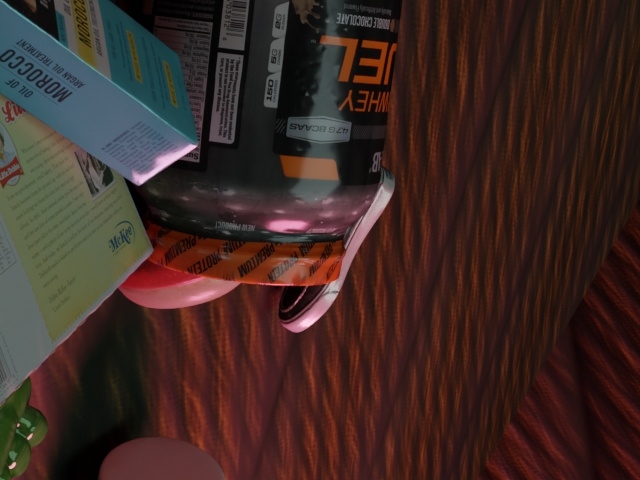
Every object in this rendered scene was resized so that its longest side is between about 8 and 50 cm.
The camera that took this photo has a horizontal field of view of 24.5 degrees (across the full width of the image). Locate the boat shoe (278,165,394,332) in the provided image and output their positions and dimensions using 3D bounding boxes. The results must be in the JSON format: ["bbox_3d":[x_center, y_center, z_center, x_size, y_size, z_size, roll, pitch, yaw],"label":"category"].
[{"bbox_3d":[0.000,0.000,1.691,0.070,0.078,0.219,26,96,-32],"label":"boat shoe"}]

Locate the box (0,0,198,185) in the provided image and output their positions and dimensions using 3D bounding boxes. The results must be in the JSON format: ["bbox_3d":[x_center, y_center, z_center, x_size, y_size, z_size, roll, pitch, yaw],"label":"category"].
[{"bbox_3d":[-0.188,-0.140,0.993,0.060,0.100,0.244,-33,139,20],"label":"box"}]

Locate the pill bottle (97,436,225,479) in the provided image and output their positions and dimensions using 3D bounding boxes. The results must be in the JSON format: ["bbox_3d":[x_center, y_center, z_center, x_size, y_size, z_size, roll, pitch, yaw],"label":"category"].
[{"bbox_3d":[-0.186,0.370,1.561,0.176,0.176,0.318,-32,142,-50],"label":"pill bottle"}]

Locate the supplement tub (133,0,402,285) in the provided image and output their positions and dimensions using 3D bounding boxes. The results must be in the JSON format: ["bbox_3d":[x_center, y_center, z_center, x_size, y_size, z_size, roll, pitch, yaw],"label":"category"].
[{"bbox_3d":[-0.043,-0.144,1.179,0.207,0.207,0.337,-9,109,-61],"label":"supplement tub"}]

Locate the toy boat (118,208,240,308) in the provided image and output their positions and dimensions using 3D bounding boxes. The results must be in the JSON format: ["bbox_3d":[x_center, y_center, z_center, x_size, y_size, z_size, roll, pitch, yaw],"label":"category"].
[{"bbox_3d":[-0.115,-0.050,1.346,0.231,0.151,0.151,-51,124,-26],"label":"toy boat"}]

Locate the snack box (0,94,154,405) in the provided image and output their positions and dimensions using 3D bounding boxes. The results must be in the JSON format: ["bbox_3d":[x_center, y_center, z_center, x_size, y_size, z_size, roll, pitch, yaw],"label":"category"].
[{"bbox_3d":[-0.217,-0.021,0.988,0.322,0.060,0.187,-55,127,-68],"label":"snack box"}]

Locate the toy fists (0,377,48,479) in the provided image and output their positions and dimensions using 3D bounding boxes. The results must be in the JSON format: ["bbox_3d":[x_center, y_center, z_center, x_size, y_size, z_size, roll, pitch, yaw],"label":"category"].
[{"bbox_3d":[-0.311,0.203,1.183,0.279,0.096,0.142,-59,163,-49],"label":"toy fists"}]

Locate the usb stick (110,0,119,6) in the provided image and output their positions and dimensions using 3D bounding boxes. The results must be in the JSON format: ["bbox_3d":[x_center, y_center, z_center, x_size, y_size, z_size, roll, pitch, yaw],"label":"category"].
[{"bbox_3d":[-0.210,-0.231,1.033,0.077,0.045,0.278,-57,156,-15],"label":"usb stick"}]
